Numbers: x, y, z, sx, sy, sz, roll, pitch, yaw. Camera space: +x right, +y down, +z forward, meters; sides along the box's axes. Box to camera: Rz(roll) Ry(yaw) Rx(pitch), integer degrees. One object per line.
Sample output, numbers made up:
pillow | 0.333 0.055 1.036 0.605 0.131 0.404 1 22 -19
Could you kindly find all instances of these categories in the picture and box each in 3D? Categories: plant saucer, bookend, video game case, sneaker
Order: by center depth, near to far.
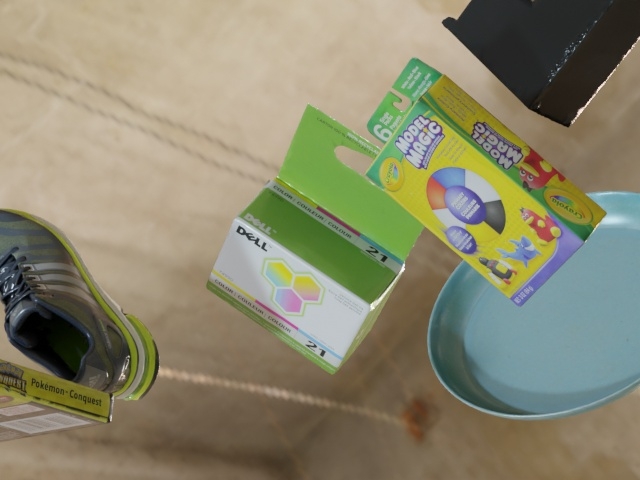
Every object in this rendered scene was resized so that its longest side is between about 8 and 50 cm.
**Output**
bookend | 0.225 -0.222 1.471 0.072 0.156 0.157 17 -154 -47
video game case | -0.393 0.159 1.525 0.248 0.275 0.035 25 -120 -45
plant saucer | 0.267 0.073 1.604 0.043 0.318 0.317 56 -172 -36
sneaker | -0.309 0.063 1.665 0.300 0.111 0.121 39 -166 23

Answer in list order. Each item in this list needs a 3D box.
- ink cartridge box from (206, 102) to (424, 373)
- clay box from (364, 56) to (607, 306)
ink cartridge box | 0.000 0.000 1.690 0.189 0.255 0.097 34 -133 8
clay box | 0.134 -0.052 1.360 0.222 0.127 0.053 40 -127 4
